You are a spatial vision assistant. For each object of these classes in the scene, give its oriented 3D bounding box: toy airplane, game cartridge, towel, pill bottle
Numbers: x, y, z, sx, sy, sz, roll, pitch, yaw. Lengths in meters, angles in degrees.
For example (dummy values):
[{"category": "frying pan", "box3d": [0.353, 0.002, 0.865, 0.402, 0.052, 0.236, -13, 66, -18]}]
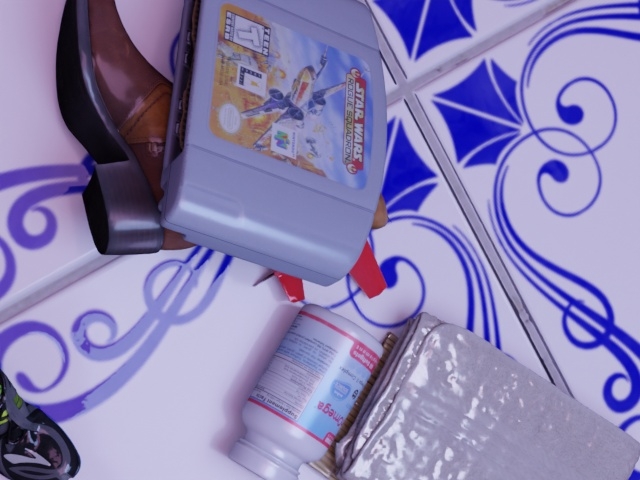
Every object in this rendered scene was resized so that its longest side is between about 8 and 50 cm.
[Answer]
[{"category": "toy airplane", "box3d": [0.000, 0.000, 1.275, 0.151, 0.028, 0.151, 1, 86, -17]}, {"category": "game cartridge", "box3d": [-0.034, -0.115, 1.184, 0.198, 0.062, 0.297, 16, 58, -23]}, {"category": "towel", "box3d": [0.162, 0.208, 1.290, 0.282, 0.049, 0.187, 34, 78, -15]}, {"category": "pill bottle", "box3d": [-0.016, 0.145, 1.234, 0.087, 0.087, 0.160, 33, 80, -14]}]

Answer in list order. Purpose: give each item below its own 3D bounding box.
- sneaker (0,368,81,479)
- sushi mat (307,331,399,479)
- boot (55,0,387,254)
[{"category": "sneaker", "box3d": [-0.284, 0.147, 1.154, 0.188, 0.078, 0.067, 46, 76, -11]}, {"category": "sushi mat", "box3d": [0.143, 0.241, 1.315, 0.316, 0.019, 0.151, 39, 77, -13]}, {"category": "boot", "box3d": [-0.085, -0.123, 1.218, 0.280, 0.096, 0.264, -8, 69, -26]}]
